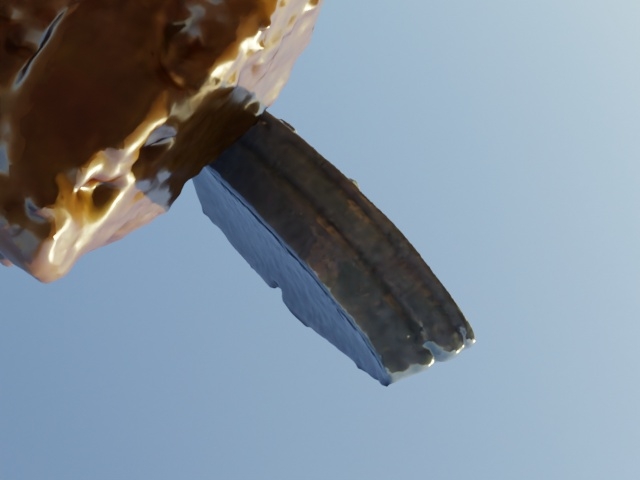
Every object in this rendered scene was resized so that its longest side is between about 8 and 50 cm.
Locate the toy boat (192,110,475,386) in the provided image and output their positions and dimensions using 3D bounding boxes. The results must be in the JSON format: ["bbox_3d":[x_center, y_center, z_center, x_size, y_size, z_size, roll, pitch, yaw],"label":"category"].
[{"bbox_3d":[0.000,0.000,0.807,0.283,0.078,0.127,44,160,35],"label":"toy boat"}]

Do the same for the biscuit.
[{"bbox_3d":[-0.215,-0.189,0.759,0.395,0.343,0.166,36,163,13],"label":"biscuit"}]
